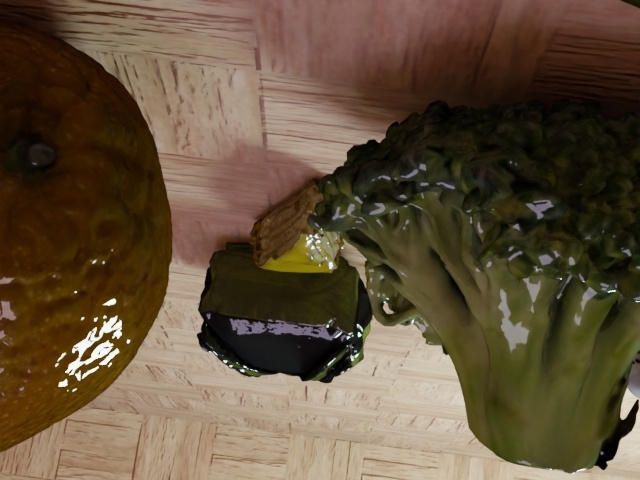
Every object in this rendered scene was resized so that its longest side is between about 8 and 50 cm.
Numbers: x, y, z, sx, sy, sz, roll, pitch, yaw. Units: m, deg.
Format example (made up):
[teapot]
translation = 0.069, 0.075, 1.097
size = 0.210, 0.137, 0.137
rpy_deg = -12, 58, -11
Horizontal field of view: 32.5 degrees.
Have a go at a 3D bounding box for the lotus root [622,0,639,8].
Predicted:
[lotus root]
translation = 0.188, -0.152, 0.517
size = 0.203, 0.078, 0.183
rpy_deg = 18, 160, -26

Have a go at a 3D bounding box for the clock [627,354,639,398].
[clock]
translation = 0.480, 0.189, 1.489
size = 0.117, 0.080, 0.176
rpy_deg = -8, 157, 39

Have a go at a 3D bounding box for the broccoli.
[broccoli]
translation = 0.169, 0.006, 0.817
size = 0.334, 0.272, 0.324
rpy_deg = 13, -157, -40

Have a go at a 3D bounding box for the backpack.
[backpack]
translation = -0.036, 0.102, 1.327
size = 0.207, 0.140, 0.253
rpy_deg = 7, 159, 11

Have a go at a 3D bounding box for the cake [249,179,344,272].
[cake]
translation = -0.001, 0.004, 1.107
size = 0.116, 0.080, 0.185
rpy_deg = 18, 156, -23

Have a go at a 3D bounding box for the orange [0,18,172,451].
[orange]
translation = -0.265, 0.001, 0.795
size = 0.322, 0.322, 0.357
rpy_deg = 18, 154, -31
